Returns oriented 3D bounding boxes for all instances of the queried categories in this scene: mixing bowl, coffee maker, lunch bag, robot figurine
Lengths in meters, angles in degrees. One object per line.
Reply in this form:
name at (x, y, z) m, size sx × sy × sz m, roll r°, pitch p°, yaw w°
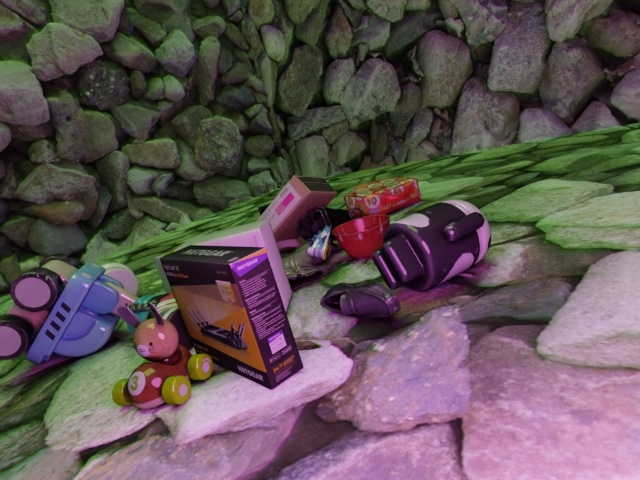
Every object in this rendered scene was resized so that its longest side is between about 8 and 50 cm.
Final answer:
mixing bowl at (0.134, -0.005, 1.379) m, size 0.182 × 0.098 × 0.181 m, roll -15°, pitch 13°, yaw 4°
coffee maker at (0.033, -0.064, 1.509) m, size 0.171 × 0.120 × 0.178 m, roll -48°, pitch -19°, yaw 19°
lunch bag at (0.271, -0.185, 1.890) m, size 0.293 × 0.120 × 0.258 m, roll -22°, pitch 15°, yaw -25°
robot figurine at (0.259, 0.013, 1.029) m, size 0.278 × 0.173 × 0.209 m, roll -23°, pitch 26°, yaw -26°

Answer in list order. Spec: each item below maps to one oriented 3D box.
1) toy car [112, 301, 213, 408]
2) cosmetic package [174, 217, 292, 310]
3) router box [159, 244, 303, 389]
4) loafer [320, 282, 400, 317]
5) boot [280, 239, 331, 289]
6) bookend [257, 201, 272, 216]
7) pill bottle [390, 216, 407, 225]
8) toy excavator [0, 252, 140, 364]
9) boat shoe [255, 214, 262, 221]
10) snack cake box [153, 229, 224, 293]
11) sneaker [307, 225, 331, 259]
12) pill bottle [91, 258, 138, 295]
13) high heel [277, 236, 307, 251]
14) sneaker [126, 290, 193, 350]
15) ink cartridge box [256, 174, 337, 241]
toy car at (-0.326, 0.209, 0.871) m, size 0.155 × 0.188 × 0.149 m, roll -10°, pitch 15°, yaw 24°
cosmetic package at (-0.215, 0.085, 1.156) m, size 0.225 × 0.223 × 0.138 m, roll -15°, pitch 13°, yaw 6°
router box at (-0.186, 0.135, 0.894) m, size 0.081 × 0.242 × 0.309 m, roll -27°, pitch 17°, yaw -37°
loafer at (0.080, 0.134, 0.960) m, size 0.078 × 0.076 × 0.223 m, roll -30°, pitch 14°, yaw -29°
boot at (-0.037, 0.079, 1.341) m, size 0.247 × 0.083 × 0.161 m, roll -22°, pitch 28°, yaw -28°
bookend at (-0.187, -0.074, 1.896) m, size 0.073 × 0.156 × 0.157 m, roll -21°, pitch 16°, yaw -21°
pill bottle at (0.295, -0.032, 1.312) m, size 0.170 × 0.094 × 0.094 m, roll -14°, pitch 14°, yaw 6°
toy excavator at (-0.593, 0.186, 1.266) m, size 0.432 × 0.445 × 0.222 m, roll -58°, pitch 18°, yaw 2°
boat shoe at (-0.198, 0.027, 1.550) m, size 0.104 × 0.113 × 0.302 m, roll 8°, pitch 43°, yaw 8°
snack cake box at (-0.426, 0.079, 1.575) m, size 0.089 × 0.152 × 0.264 m, roll -2°, pitch 20°, yaw 44°
sneaker at (0.000, 0.000, 1.352) m, size 0.059 × 0.053 × 0.144 m, roll 4°, pitch 33°, yaw 11°
pill bottle at (-0.770, 0.155, 1.647) m, size 0.161 × 0.160 × 0.283 m, roll -25°, pitch 16°, yaw -32°
high heel at (-0.153, -0.009, 1.719) m, size 0.186 × 0.093 × 0.261 m, roll 8°, pitch 36°, yaw 46°
sneaker at (-0.399, 0.204, 1.110) m, size 0.179 × 0.123 × 0.295 m, roll -15°, pitch 13°, yaw 5°
ink cartridge box at (-0.082, -0.105, 1.509) m, size 0.234 × 0.088 × 0.193 m, roll -47°, pitch -18°, yaw 24°
